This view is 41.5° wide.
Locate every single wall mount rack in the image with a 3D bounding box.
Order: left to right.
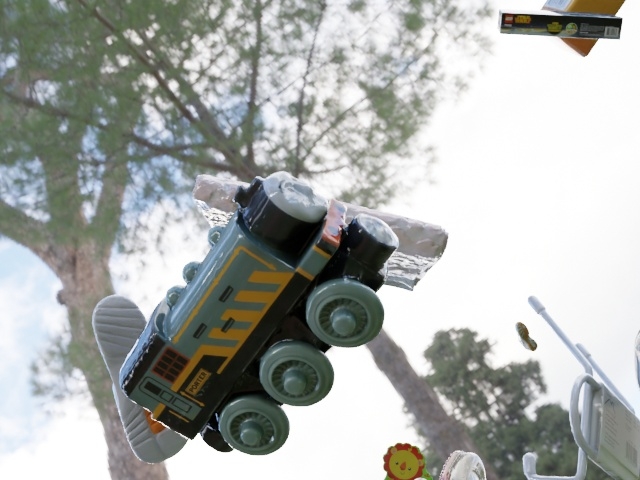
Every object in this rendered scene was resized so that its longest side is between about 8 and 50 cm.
[{"bbox_3d":[0.418,0.263,1.343,0.130,0.304,0.350,-8,-33,36],"label":"wall mount rack"}]

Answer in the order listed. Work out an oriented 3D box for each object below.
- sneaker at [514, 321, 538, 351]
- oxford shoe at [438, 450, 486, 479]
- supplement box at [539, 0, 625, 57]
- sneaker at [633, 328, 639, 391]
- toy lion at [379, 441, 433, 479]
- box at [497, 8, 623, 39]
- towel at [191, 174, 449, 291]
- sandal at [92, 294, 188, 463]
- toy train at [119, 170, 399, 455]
[{"bbox_3d":[0.467,0.223,1.957,0.032,0.037,0.083,-39,-75,-24],"label":"sneaker"},{"bbox_3d":[0.263,0.464,1.346,0.130,0.348,0.123,-22,-65,20],"label":"oxford shoe"},{"bbox_3d":[0.418,-0.394,1.250,0.078,0.080,0.233,29,-76,-25],"label":"supplement box"},{"bbox_3d":[0.511,0.155,1.260,0.106,0.101,0.267,-39,-42,-39],"label":"sneaker"},{"bbox_3d":[0.141,0.381,1.374,0.096,0.100,0.034,-59,-4,-13],"label":"toy lion"},{"bbox_3d":[0.282,-0.259,1.009,0.137,0.094,0.027,5,-72,8],"label":"box"},{"bbox_3d":[0.000,0.000,1.214,0.331,0.053,0.317,11,-13,3],"label":"towel"},{"bbox_3d":[-0.268,0.202,1.277,0.102,0.076,0.265,-19,-81,-13],"label":"sandal"},{"bbox_3d":[-0.066,0.084,0.879,0.190,0.142,0.334,32,-63,-10],"label":"toy train"}]
